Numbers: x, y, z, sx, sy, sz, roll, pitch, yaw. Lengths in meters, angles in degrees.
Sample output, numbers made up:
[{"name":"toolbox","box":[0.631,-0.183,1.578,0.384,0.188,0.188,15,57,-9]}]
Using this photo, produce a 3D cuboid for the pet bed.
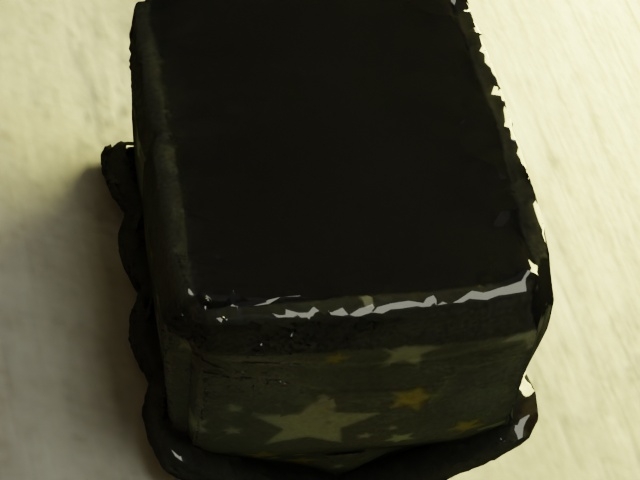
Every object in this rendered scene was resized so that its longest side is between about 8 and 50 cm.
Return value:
[{"name":"pet bed","box":[0.000,0.000,0.727,0.183,0.159,0.211,-5,52,-13]}]
